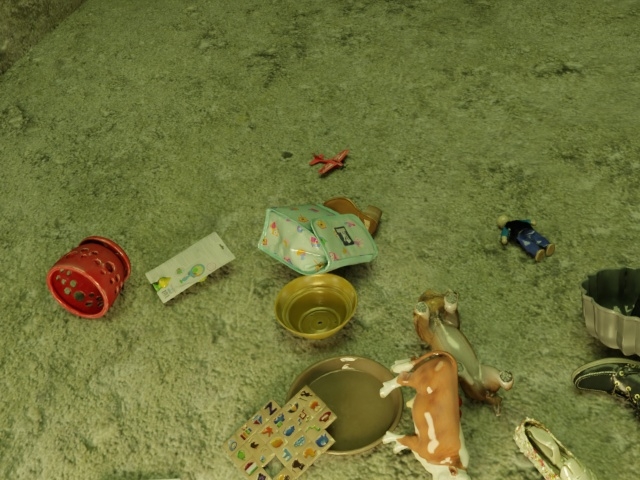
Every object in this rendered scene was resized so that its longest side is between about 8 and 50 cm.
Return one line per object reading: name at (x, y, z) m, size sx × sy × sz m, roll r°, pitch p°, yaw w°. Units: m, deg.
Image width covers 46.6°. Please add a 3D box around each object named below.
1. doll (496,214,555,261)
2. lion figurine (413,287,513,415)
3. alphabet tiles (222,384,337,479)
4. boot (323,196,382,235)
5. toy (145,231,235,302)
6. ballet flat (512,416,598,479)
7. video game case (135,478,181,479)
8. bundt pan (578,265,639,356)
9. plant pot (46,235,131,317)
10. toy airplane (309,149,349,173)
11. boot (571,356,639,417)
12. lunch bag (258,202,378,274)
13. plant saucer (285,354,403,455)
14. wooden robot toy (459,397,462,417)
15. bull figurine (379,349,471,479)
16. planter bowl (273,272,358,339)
doll at (0.562, -0.016, 2.085) m, size 0.129 × 0.046 × 0.189 m, roll -25°, pitch 44°, yaw -18°
lion figurine at (0.326, 0.262, 1.742) m, size 0.142 × 0.240 × 0.392 m, roll -22°, pitch 59°, yaw 0°
alphabet tiles at (-0.083, 0.445, 1.683) m, size 0.237 × 0.009 × 0.198 m, roll -42°, pitch 49°, yaw -11°
boot at (0.071, -0.050, 2.200) m, size 0.197 × 0.073 × 0.152 m, roll 10°, pitch 52°, yaw 28°
toy at (-0.370, 0.086, 2.143) m, size 0.237 × 0.056 × 0.137 m, roll -30°, pitch 49°, yaw -15°
ballet flat at (0.495, 0.462, 1.550) m, size 0.091 × 0.077 × 0.241 m, roll -30°, pitch 46°, yaw -22°
video game case at (-0.406, 0.601, 1.609) m, size 0.191 × 0.022 × 0.173 m, roll -4°, pitch 42°, yaw 5°
bundt pan at (0.768, 0.176, 1.728) m, size 0.331 × 0.124 × 0.331 m, roll -2°, pitch 20°, yaw 1°
plant pot at (-0.637, 0.095, 2.087) m, size 0.191 × 0.191 × 0.174 m, roll 9°, pitch 39°, yaw 19°
toy airplane at (0.024, -0.261, 2.469) m, size 0.151 × 0.028 × 0.151 m, roll -5°, pitch 41°, yaw 4°
boot at (0.686, 0.350, 1.629) m, size 0.237 × 0.085 × 0.178 m, roll -2°, pitch 44°, yaw 4°
lunch bag at (0.000, 0.000, 2.035) m, size 0.262 × 0.160 × 0.223 m, roll 26°, pitch 21°, yaw 36°
plant saucer at (0.056, 0.387, 1.743) m, size 0.278 × 0.041 × 0.277 m, roll -5°, pitch 42°, yaw 4°
wooden robot toy at (0.284, 0.383, 1.665) m, size 0.076 × 0.079 × 0.173 m, roll 0°, pitch 79°, yaw 26°
bull figurine at (0.229, 0.390, 1.583) m, size 0.189 × 0.101 × 0.310 m, roll -4°, pitch 81°, yaw 30°
planter bowl at (-0.006, 0.190, 1.932) m, size 0.217 × 0.090 × 0.217 m, roll -6°, pitch 43°, yaw 5°
